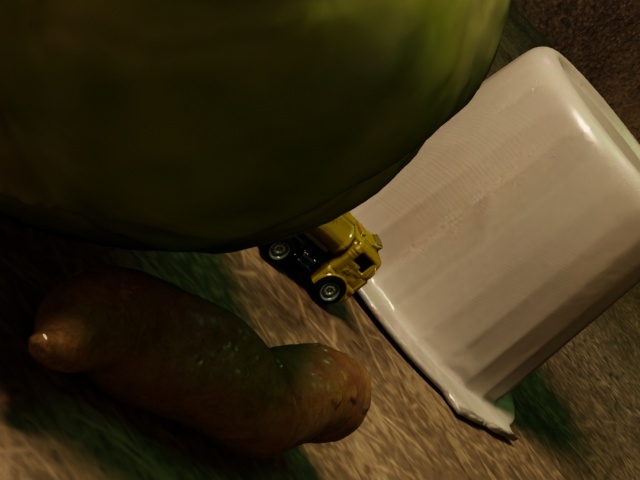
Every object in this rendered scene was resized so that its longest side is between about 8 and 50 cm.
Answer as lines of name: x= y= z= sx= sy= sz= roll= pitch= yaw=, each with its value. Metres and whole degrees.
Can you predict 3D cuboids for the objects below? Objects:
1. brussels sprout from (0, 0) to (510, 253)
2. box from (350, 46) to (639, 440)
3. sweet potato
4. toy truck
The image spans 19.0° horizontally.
brussels sprout: x=-0.082 y=-0.169 z=0.876 sx=0.425 sy=0.342 sz=0.361 roll=-102 pitch=177 yaw=-56
box: x=0.127 y=-0.035 z=1.412 sx=0.291 sy=0.206 sz=0.262 roll=50 pitch=13 yaw=-9
sweet potato: x=-0.063 y=0.056 z=0.873 sx=0.281 sy=0.059 sz=0.067 roll=26 pitch=48 yaw=-56
toy truck: x=0.000 y=0.000 z=1.235 sx=0.083 sy=0.054 sz=0.049 roll=41 pitch=16 yaw=-35
